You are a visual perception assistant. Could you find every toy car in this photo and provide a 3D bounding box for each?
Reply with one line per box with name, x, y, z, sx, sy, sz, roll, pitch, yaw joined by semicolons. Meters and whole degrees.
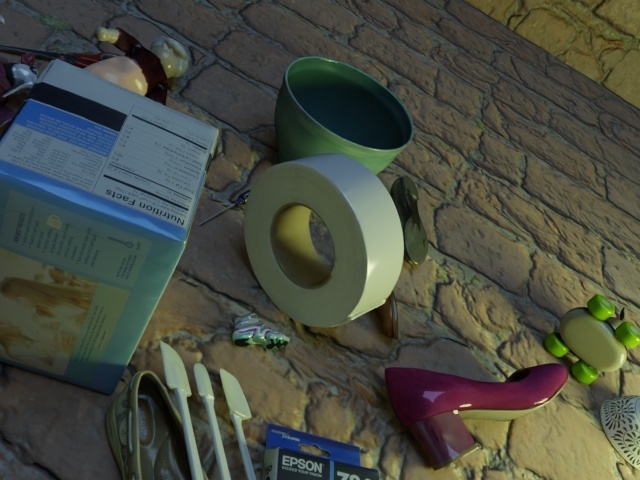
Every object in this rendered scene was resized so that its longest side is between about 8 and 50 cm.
toy car;0.600;0.193;1.469;0.149;0.155;0.188;48;32;17

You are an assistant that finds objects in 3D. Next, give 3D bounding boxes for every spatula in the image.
spatula;-0.140;0.252;0.931;0.168;0.019;0.242;44;13;-43

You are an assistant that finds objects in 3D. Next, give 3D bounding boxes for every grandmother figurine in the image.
grandmother figurine;-0.379;-0.329;1.363;0.342;0.104;0.208;-48;124;-51

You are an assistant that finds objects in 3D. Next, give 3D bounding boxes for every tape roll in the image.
tape roll;0.000;0.000;1.153;0.100;0.286;0.286;-20;62;-45

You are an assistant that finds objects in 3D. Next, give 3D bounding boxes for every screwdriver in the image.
screwdriver;-0.175;-0.067;1.310;0.170;0.024;0.025;-30;99;-45

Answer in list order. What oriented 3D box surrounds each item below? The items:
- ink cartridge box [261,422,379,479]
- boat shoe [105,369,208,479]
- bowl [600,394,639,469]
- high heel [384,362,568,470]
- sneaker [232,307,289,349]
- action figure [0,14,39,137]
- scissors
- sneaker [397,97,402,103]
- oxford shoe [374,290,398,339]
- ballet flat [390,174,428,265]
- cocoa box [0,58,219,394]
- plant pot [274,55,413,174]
ink cartridge box;-0.001;0.396;0.922;0.165;0.065;0.332;18;41;-17
boat shoe;-0.197;0.302;0.862;0.104;0.089;0.285;-8;55;-40
bowl;0.656;0.371;1.371;0.170;0.080;0.170;18;41;-17
high heel;0.287;0.242;1.210;0.377;0.127;0.181;-16;70;-39
sneaker;-0.099;0.142;1.132;0.098;0.038;0.069;11;45;-25
action figure;-0.598;-0.231;1.121;0.276;0.248;0.370;-6;20;19
scissors;-0.511;-0.375;1.404;0.297;0.021;0.109;14;45;-20
sneaker;0.068;-0.352;1.682;0.295;0.123;0.109;11;44;-23
oxford shoe;0.100;0.099;1.303;0.076;0.076;0.212;-13;54;-5
ballet flat;0.185;-0.041;1.505;0.084;0.058;0.250;33;40;-36
cocoa box;-0.309;-0.002;0.896;0.231;0.347;0.228;21;41;-15
plant pot;0.022;-0.222;1.461;0.293;0.196;0.293;19;41;-17
